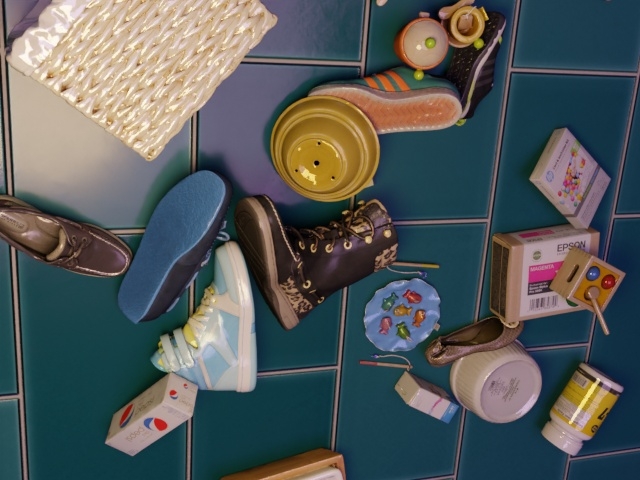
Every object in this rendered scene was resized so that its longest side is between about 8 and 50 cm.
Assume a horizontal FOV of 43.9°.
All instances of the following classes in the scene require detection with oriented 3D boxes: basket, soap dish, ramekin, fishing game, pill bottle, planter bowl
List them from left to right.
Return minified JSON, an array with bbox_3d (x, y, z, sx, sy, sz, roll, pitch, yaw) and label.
[{"bbox_3d":[-0.297,-0.341,1.271,0.331,0.328,0.266,-48,118,0],"label":"basket"},{"bbox_3d":[-0.083,0.600,1.776,0.291,0.118,0.228,-13,112,-15],"label":"soap dish"},{"bbox_3d":[0.000,-0.160,1.513,0.217,0.090,0.217,4,114,9],"label":"planter bowl"},{"bbox_3d":[0.188,0.172,1.769,0.189,0.041,0.263,9,107,-22],"label":"fishing game"},{"bbox_3d":[0.419,0.330,1.865,0.207,0.109,0.207,-6,110,-17],"label":"ramekin"},{"bbox_3d":[0.645,0.417,1.967,0.119,0.119,0.208,27,98,-25],"label":"pill bottle"}]

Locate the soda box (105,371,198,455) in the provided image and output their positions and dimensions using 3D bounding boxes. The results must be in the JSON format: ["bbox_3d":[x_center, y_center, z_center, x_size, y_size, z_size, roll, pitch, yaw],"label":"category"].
[{"bbox_3d":[-0.335,0.346,1.571,0.069,0.073,0.216,35,127,-26],"label":"soda box"}]

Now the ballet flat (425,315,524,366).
[{"bbox_3d":[0.353,0.219,1.817,0.250,0.084,0.058,-19,128,-10],"label":"ballet flat"}]

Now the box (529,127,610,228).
[{"bbox_3d":[0.558,-0.137,1.768,0.186,0.038,0.145,40,69,-24],"label":"box"}]

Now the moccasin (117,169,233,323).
[{"bbox_3d":[-0.270,0.006,1.515,0.342,0.137,0.117,-51,157,19],"label":"moccasin"}]

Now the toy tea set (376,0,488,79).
[{"bbox_3d":[0.186,-0.477,1.483,0.200,0.124,0.336,-34,107,-3],"label":"toy tea set"}]

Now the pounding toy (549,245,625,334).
[{"bbox_3d":[0.599,0.111,1.760,0.130,0.100,0.141,25,97,-25],"label":"pounding toy"}]

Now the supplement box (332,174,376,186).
[{"bbox_3d":[0.059,-0.145,1.608,0.083,0.056,0.083,-19,112,-13],"label":"supplement box"}]

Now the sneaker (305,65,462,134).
[{"bbox_3d":[0.122,-0.281,1.569,0.303,0.121,0.108,2,129,-1],"label":"sneaker"}]

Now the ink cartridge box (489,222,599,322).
[{"bbox_3d":[0.513,0.072,1.822,0.235,0.088,0.193,-8,111,-16],"label":"ink cartridge box"}]

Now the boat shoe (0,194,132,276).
[{"bbox_3d":[-0.479,0.005,1.451,0.285,0.092,0.102,28,96,-25],"label":"boat shoe"}]

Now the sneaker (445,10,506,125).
[{"bbox_3d":[0.318,-0.353,1.631,0.097,0.084,0.234,15,104,-47],"label":"sneaker"}]

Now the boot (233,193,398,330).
[{"bbox_3d":[0.000,0.000,1.545,0.284,0.138,0.377,-28,141,-12],"label":"boot"}]

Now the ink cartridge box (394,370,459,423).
[{"bbox_3d":[0.243,0.359,1.824,0.123,0.088,0.052,27,97,-25],"label":"ink cartridge box"}]

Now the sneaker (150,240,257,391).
[{"bbox_3d":[-0.237,0.163,1.575,0.208,0.127,0.318,-5,102,-12],"label":"sneaker"}]
